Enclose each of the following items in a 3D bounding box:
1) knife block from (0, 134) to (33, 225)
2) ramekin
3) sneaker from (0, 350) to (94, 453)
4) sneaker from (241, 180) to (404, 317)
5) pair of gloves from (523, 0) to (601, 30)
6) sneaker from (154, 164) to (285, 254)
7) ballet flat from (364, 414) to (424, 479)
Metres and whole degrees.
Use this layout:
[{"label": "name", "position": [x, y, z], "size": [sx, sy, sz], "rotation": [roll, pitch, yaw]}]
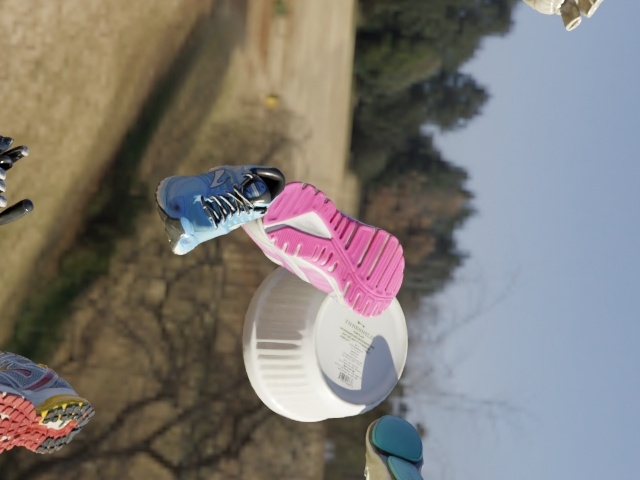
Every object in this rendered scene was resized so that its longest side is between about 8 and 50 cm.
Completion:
[{"label": "knife block", "position": [-0.477, -0.025, 1.924], "size": [0.242, 0.088, 0.275], "rotation": [38, -73, 41]}, {"label": "ramekin", "position": [0.015, 0.125, 1.886], "size": [0.109, 0.207, 0.207], "rotation": [-2, -99, 47]}, {"label": "sneaker", "position": [-0.323, 0.159, 1.486], "size": [0.088, 0.093, 0.225], "rotation": [-49, 156, 9]}, {"label": "sneaker", "position": [0.000, 0.000, 1.762], "size": [0.111, 0.252, 0.103], "rotation": [23, -104, 51]}, {"label": "pair of gloves", "position": [0.285, -0.370, 1.668], "size": [0.240, 0.042, 0.204], "rotation": [-49, -124, 33]}, {"label": "sneaker", "position": [-0.081, -0.037, 1.275], "size": [0.162, 0.073, 0.063], "rotation": [-38, 111, -60]}, {"label": "ballet flat", "position": [0.088, 0.301, 1.929], "size": [0.248, 0.086, 0.086], "rotation": [-88, -177, -76]}]
